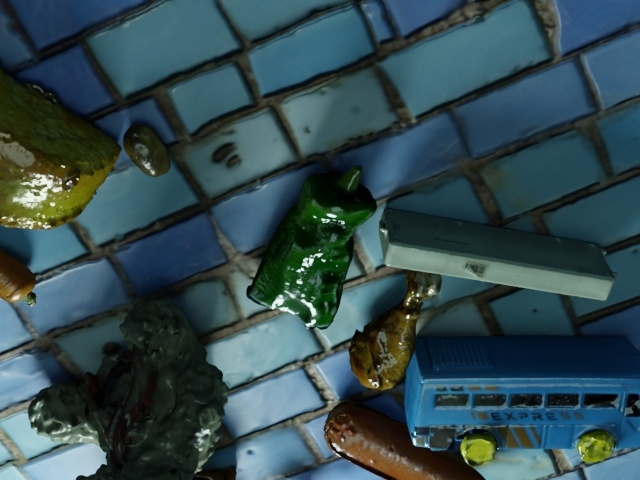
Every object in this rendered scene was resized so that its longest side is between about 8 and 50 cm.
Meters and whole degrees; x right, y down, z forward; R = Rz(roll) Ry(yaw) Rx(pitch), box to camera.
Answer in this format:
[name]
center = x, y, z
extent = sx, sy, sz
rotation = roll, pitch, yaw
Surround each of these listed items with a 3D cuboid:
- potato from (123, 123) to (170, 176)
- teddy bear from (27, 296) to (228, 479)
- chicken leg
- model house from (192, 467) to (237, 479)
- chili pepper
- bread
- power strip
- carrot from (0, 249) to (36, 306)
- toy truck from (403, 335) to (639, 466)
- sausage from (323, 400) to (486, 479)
[potato]
center = -0.239, -0.123, 1.395
extent = 0.051, 0.040, 0.083
rotation = -23, 120, 19
[teddy bear]
center = -0.270, 0.321, 1.502
extent = 0.357, 0.367, 0.224
rotation = -38, 130, 26
[chicken leg]
center = 0.119, 0.127, 1.526
extent = 0.087, 0.107, 0.251
rotation = 0, 135, -29
[model house]
center = -0.252, 0.494, 1.723
extent = 0.229, 0.220, 0.199
rotation = -12, 127, -50
[chili pepper]
center = 0.000, 0.000, 1.455
extent = 0.136, 0.099, 0.270
rotation = 31, 127, 8
[bread]
center = -0.407, -0.110, 1.338
extent = 0.260, 0.147, 0.160
rotation = 37, 118, -23
[power strip]
center = 0.259, 0.021, 1.468
extent = 0.367, 0.106, 0.043
rotation = 9, 121, -8
[carrot]
center = -0.519, 0.013, 1.477
extent = 0.257, 0.061, 0.061
rotation = 37, 116, -13
[toy truck]
center = 0.328, 0.244, 1.591
extent = 0.385, 0.161, 0.162
rotation = 1, 115, -1
[sausage]
center = 0.147, 0.365, 1.701
extent = 0.330, 0.102, 0.102
rotation = 33, 117, -19
